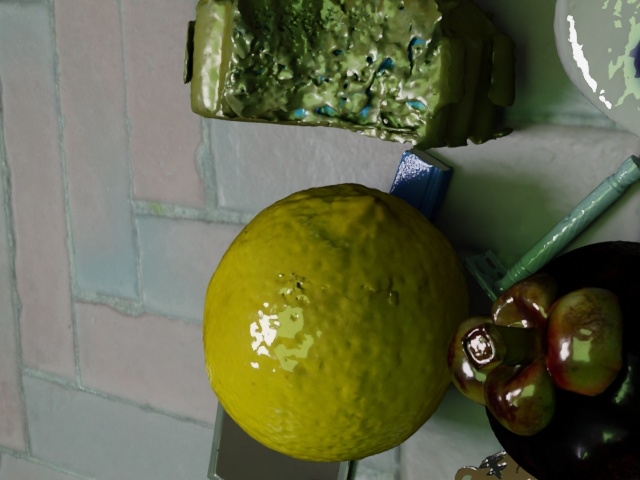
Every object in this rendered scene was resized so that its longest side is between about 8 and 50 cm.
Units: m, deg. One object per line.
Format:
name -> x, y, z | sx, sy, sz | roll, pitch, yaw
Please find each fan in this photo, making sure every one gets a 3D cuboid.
fan -> 0.257, 0.353, 1.344 | 0.152, 0.008, 0.226 | -39, 73, 38

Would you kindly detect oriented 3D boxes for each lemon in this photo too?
lemon -> 0.016, 0.098, 1.296 | 0.336, 0.336, 0.336 | 10, 106, 39

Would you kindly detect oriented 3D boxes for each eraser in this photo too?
eraser -> 0.119, -0.062, 1.360 | 0.063, 0.027, 0.084 | 35, 120, 32

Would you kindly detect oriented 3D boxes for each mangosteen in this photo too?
mangosteen -> 0.261, 0.123, 1.096 | 0.275, 0.302, 0.275 | -28, 55, 48

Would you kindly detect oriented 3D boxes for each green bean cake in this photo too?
green bean cake -> 0.035, -0.212, 1.232 | 0.310, 0.285, 0.202 | 13, 103, 37

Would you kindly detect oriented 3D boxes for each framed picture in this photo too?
framed picture -> -0.061, 0.314, 1.607 | 0.252, 0.014, 0.197 | 24, 114, 35

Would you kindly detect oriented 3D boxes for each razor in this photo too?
razor -> 0.264, -0.009, 1.230 | 0.106, 0.068, 0.232 | 53, 123, 18

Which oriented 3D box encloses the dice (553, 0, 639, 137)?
dice -> 0.363, -0.219, 0.956 | 0.243, 0.259, 0.251 | 38, 124, 23
